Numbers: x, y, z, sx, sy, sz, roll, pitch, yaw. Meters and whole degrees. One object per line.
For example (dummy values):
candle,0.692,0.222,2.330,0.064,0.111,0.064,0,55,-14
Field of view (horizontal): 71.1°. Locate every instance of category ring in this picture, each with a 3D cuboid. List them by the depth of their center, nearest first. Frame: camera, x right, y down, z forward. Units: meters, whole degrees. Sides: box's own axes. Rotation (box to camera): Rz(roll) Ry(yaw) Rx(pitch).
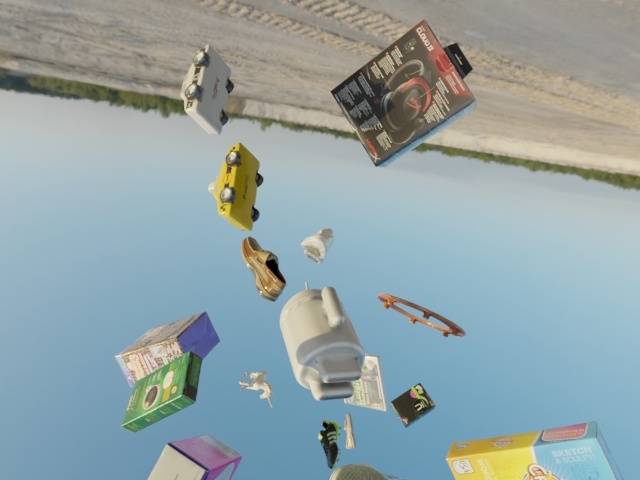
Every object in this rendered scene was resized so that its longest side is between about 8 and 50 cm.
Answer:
ring,0.357,0.278,1.617,0.336,0.032,0.336,24,169,5

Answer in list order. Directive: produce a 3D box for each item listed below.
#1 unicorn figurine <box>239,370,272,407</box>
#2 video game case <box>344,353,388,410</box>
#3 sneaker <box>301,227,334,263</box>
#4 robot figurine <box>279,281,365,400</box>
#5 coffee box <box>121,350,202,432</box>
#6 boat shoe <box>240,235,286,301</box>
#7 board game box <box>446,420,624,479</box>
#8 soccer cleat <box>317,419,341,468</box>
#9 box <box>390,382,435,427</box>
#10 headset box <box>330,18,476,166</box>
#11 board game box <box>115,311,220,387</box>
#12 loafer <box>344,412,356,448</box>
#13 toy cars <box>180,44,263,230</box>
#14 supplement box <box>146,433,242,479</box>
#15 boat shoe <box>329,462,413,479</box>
unicorn figurine,-0.210,0.478,1.493,0.111,0.060,0.162,-4,-155,2
video game case,0.141,0.480,1.539,0.173,0.190,0.022,-5,-172,40
sneaker,0.000,0.000,1.482,0.090,0.115,0.232,33,169,1
robot figurine,-0.001,0.278,1.275,0.200,0.300,0.353,7,-147,-25
coffee box,-0.337,0.323,0.957,0.040,0.184,0.113,47,-158,-33
boat shoe,-0.227,0.102,1.874,0.122,0.120,0.324,22,-150,-52
board game box,0.464,0.530,0.942,0.316,0.242,0.064,-28,176,32
soccer cleat,0.026,0.657,1.448,0.072,0.060,0.179,21,-159,-5
box,0.213,0.380,1.033,0.083,0.052,0.062,-31,-120,-6
headset box,0.207,-0.342,1.055,0.293,0.218,0.110,-33,175,22
board game box,-0.582,0.417,1.734,0.291,0.141,0.232,-19,-170,18
loafer,0.106,0.728,1.711,0.039,0.125,0.045,-14,153,9
toy cars,-0.220,-0.208,0.952,0.087,0.393,0.176,-12,-170,24
supplement box,-0.274,0.513,0.986,0.114,0.111,0.220,24,167,17
boat shoe,0.196,0.949,1.672,0.156,0.187,0.500,-23,139,39
